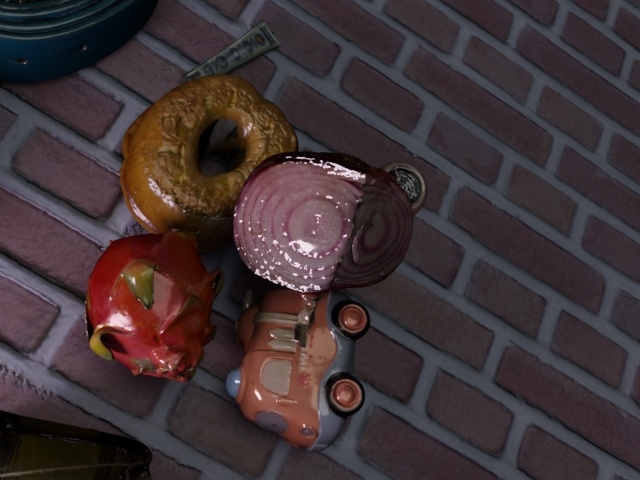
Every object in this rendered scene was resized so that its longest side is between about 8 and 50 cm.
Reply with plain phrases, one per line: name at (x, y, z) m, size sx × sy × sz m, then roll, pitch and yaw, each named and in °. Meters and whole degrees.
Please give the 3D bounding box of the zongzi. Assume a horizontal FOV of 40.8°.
zongzi at (-0.382, 0.399, 1.170) m, size 0.289 × 0.154 × 0.318 m, roll 17°, pitch 50°, yaw -19°

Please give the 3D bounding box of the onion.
onion at (0.009, -0.029, 1.372) m, size 0.256 × 0.272 × 0.230 m, roll 44°, pitch 21°, yaw 16°

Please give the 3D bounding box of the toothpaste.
toothpaste at (-0.169, -0.350, 1.642) m, size 0.239 × 0.039 × 0.062 m, roll -41°, pitch 95°, yaw -32°

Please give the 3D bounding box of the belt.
belt at (-0.455, -0.463, 1.477) m, size 0.300 × 0.173 × 0.436 m, roll 47°, pitch 59°, yaw 1°

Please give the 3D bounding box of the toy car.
toy car at (-0.045, 0.203, 1.418) m, size 0.212 × 0.180 × 0.271 m, roll 10°, pitch 66°, yaw -10°

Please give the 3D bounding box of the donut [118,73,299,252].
donut at (-0.188, -0.138, 1.491) m, size 0.299 × 0.150 × 0.317 m, roll 14°, pitch 66°, yaw -22°

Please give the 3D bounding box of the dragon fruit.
dragon fruit at (-0.255, 0.103, 1.328) m, size 0.224 × 0.224 × 0.227 m, roll 6°, pitch 75°, yaw -23°

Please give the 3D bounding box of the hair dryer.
hair dryer at (0.018, -0.026, 1.542) m, size 0.344 × 0.189 × 0.107 m, roll -24°, pitch 84°, yaw -15°
